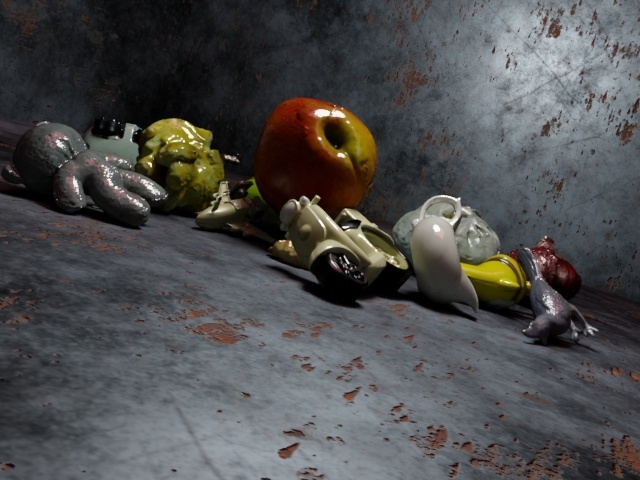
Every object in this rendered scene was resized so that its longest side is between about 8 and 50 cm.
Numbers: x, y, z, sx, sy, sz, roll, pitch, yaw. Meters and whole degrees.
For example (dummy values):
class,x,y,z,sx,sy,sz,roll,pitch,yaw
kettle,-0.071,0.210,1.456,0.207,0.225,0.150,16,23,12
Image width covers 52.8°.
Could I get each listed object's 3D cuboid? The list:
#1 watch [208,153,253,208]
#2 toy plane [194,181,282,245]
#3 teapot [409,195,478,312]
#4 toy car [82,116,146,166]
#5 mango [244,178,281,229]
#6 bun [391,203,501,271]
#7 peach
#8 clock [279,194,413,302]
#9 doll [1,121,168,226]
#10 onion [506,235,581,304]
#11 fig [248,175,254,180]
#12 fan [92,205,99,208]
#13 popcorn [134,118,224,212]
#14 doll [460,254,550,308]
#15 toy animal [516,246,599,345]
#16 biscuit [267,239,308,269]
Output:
class,x,y,z,sx,sy,sz,roll,pitch,yaw
watch,-0.285,-0.176,1.904,0.102,0.164,0.268,10,-26,-35
toy plane,-0.219,-0.071,1.673,0.242,0.104,0.256,49,25,23
teapot,0.290,0.027,1.536,0.166,0.299,0.208,-5,-21,23
toy car,-0.575,-0.245,1.906,0.255,0.188,0.190,8,-3,-14
mango,-0.141,-0.117,1.998,0.343,0.155,0.192,18,0,42
bun,0.389,-0.014,1.974,0.355,0.194,0.354,9,26,-5
peach,-0.022,-0.200,1.701,0.373,0.372,0.290,21,53,33
clock,0.054,0.019,1.430,0.276,0.120,0.379,46,18,23
doll,-0.520,-0.124,1.422,0.341,0.158,0.245,30,37,-8
onion,0.672,0.095,1.967,0.252,0.219,0.252,18,-2,1
fig,-0.204,-0.142,2.358,0.124,0.124,0.236,11,33,-38
fan,-0.484,-0.070,1.485,0.083,0.004,0.056,13,9,-23
popcorn,-0.388,-0.186,1.739,0.276,0.225,0.276,32,27,-19
doll,0.430,0.100,1.697,0.363,0.145,0.199,10,-3,-15
toy animal,0.561,0.164,1.542,0.206,0.081,0.367,35,32,-6
biscuit,-0.024,0.033,1.526,0.183,0.061,0.118,12,10,-34
